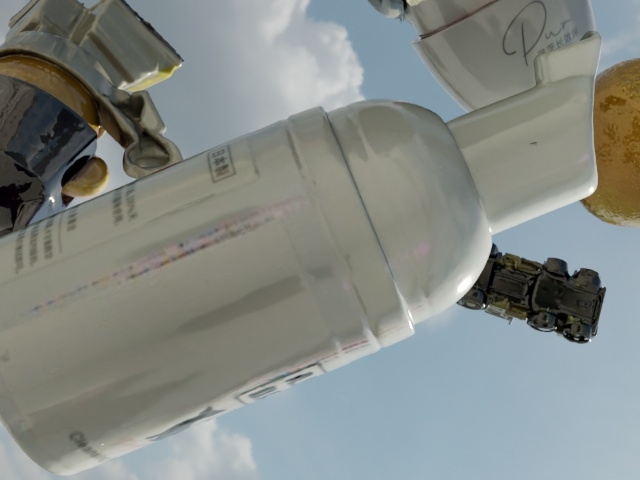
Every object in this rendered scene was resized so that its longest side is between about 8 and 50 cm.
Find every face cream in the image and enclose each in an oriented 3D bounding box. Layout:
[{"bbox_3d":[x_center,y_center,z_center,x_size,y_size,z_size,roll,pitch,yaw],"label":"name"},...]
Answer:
[{"bbox_3d":[0.120,-0.145,0.614,0.117,0.117,0.104,-14,-69,57],"label":"face cream"},{"bbox_3d":[0.000,0.000,0.525,0.145,0.370,0.145,-22,90,-86],"label":"face cream"}]

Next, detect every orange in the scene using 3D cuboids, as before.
[{"bbox_3d":[0.436,-0.130,1.253,0.236,0.236,0.236,34,-43,38],"label":"orange"}]

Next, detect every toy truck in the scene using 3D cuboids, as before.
[{"bbox_3d":[0.359,0.097,1.630,0.257,0.127,0.127,17,-21,3],"label":"toy truck"}]

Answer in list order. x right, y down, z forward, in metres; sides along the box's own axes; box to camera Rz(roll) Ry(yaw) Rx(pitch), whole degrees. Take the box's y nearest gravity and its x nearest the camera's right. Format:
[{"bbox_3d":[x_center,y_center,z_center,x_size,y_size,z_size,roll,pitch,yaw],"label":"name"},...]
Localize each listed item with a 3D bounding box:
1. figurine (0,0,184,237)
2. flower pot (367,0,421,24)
[{"bbox_3d":[-0.271,-0.116,0.870,0.308,0.308,0.143,32,-28,39],"label":"figurine"},{"bbox_3d":[0.033,-0.243,0.474,0.235,0.141,0.235,55,5,-7],"label":"flower pot"}]
